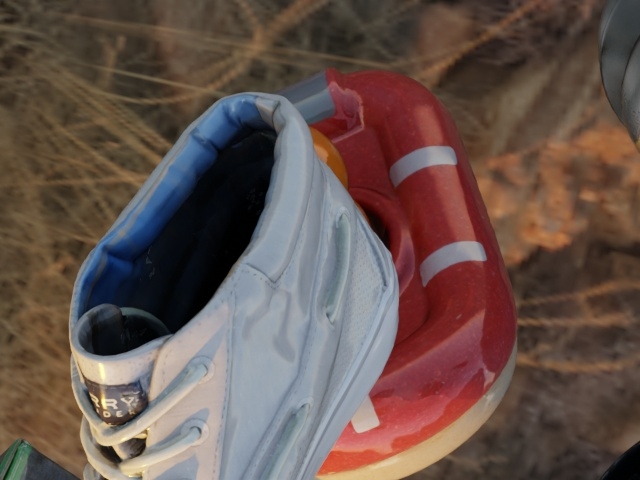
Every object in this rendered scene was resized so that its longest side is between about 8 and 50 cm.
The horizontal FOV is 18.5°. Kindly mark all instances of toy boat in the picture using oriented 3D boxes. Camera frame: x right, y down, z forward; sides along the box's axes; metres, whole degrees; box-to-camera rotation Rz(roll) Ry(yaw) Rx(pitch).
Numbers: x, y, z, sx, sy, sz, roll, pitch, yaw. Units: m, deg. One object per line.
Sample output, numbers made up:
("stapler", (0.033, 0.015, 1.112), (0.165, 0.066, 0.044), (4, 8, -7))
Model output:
("toy boat", (0.000, 0.000, 0.935), (0.151, 0.231, 0.151), (-23, 143, 10))

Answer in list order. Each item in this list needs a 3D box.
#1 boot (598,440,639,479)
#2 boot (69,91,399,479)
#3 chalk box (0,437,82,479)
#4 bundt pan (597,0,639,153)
("boot", (0.136, 0.189, 0.920), (0.198, 0.077, 0.137), (-53, 129, -17))
("boot", (-0.061, 0.074, 0.646), (0.258, 0.095, 0.123), (-65, 149, -25))
("chalk box", (-0.155, 0.240, 0.975), (0.289, 0.179, 0.180), (36, 37, -15))
("bundt pan", (0.243, -0.020, 1.010), (0.124, 0.331, 0.331), (-27, 118, 11))
